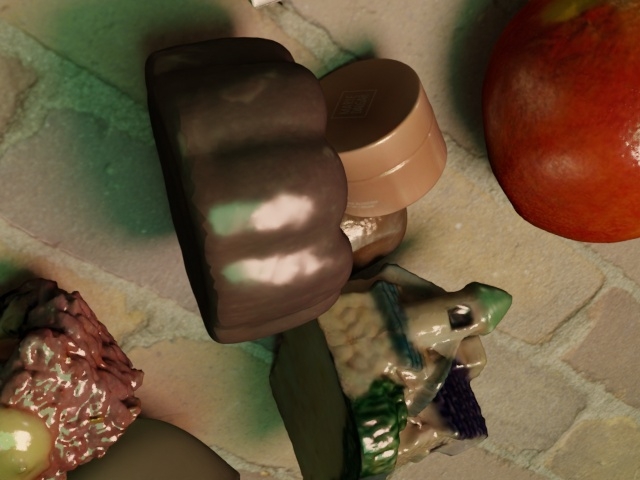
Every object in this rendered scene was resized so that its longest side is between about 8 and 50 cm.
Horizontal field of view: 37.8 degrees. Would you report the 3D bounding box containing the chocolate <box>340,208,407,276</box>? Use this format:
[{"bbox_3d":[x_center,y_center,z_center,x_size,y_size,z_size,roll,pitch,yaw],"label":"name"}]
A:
[{"bbox_3d":[-0.001,0.001,1.134,0.261,0.083,0.161,-24,134,-9],"label":"chocolate"}]

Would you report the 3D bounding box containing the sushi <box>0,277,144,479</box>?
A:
[{"bbox_3d":[-0.333,0.168,0.997,0.270,0.236,0.170,-30,124,1],"label":"sushi"}]

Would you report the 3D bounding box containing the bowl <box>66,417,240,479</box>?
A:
[{"bbox_3d":[-0.287,0.333,1.128,0.354,0.354,0.185,-40,89,6],"label":"bowl"}]

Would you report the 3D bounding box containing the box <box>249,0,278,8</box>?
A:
[{"bbox_3d":[-0.027,-0.280,0.873,0.130,0.129,0.051,-22,131,-11],"label":"box"}]

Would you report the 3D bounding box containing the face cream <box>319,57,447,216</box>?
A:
[{"bbox_3d":[0.055,-0.113,1.029,0.149,0.149,0.104,-32,133,-2],"label":"face cream"}]

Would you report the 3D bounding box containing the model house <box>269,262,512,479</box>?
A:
[{"bbox_3d":[0.104,0.173,1.186,0.284,0.243,0.298,-16,156,-20],"label":"model house"}]

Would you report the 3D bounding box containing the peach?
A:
[{"bbox_3d":[0.329,-0.142,1.068,0.308,0.307,0.332,-6,144,-23],"label":"peach"}]

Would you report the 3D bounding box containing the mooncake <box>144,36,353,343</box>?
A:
[{"bbox_3d":[-0.074,-0.051,0.928,0.154,0.306,0.306,-15,130,-15],"label":"mooncake"}]
